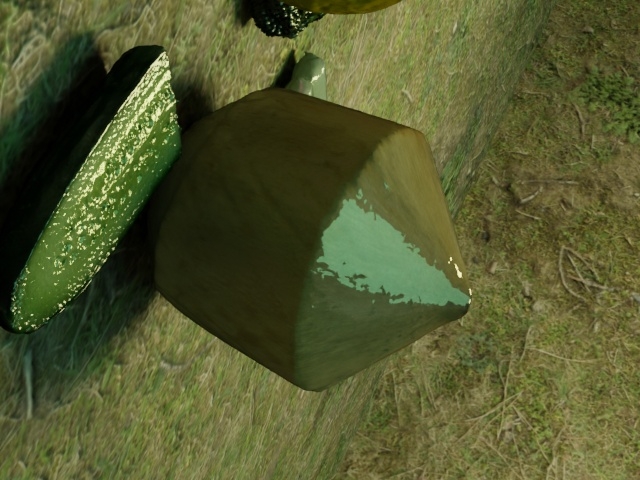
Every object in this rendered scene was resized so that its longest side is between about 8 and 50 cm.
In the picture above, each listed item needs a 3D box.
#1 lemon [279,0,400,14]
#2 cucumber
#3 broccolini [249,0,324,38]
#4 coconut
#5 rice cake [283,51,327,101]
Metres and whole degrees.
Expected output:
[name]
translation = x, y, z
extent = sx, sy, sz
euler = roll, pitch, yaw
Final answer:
[lemon]
translation = 0.026, -0.323, 0.986
extent = 0.253, 0.253, 0.310
euler = -55, 175, -45
[cucumber]
translation = -0.193, -0.037, 0.956
extent = 0.244, 0.063, 0.115
euler = -60, 156, -32
[broccolini]
translation = 0.013, -0.275, 1.273
extent = 0.203, 0.068, 0.091
euler = -32, 137, -23
[coconut]
translation = 0.000, 0.000, 1.197
extent = 0.329, 0.329, 0.328
euler = 20, 90, -76
[rice cake]
translation = -0.023, -0.123, 1.504
extent = 0.237, 0.043, 0.127
euler = 80, 32, -62
